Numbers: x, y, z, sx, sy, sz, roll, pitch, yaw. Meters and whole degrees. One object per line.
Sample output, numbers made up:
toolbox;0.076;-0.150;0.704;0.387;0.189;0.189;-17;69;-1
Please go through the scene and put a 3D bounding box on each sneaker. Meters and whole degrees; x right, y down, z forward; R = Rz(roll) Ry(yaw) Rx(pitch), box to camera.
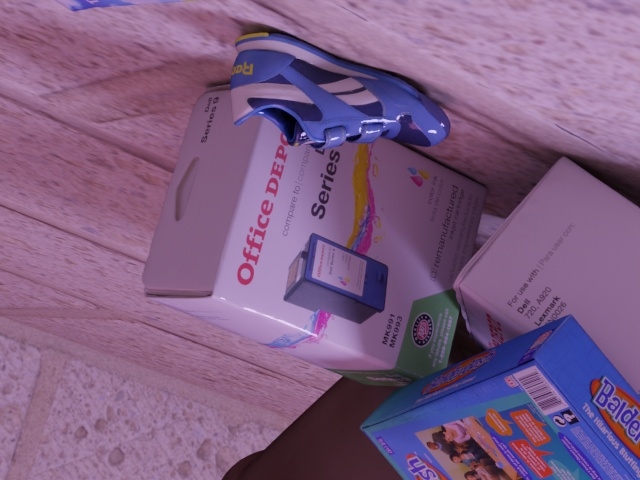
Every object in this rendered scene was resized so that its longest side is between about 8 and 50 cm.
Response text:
sneaker;0.009;-0.078;0.969;0.144;0.059;0.053;17;165;-13

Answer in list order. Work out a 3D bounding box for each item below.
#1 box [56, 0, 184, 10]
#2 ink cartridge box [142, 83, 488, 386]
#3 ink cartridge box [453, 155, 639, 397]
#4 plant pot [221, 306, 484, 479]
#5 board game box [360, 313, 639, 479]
box;-0.100;-0.158;0.789;0.178;0.042;0.109;4;162;43
ink cartridge box;0.000;0.000;1.097;0.212;0.154;0.093;24;164;-34
ink cartridge box;0.239;0.088;1.068;0.278;0.117;0.201;37;173;16
plant pot;0.096;0.211;1.258;0.323;0.280;0.323;26;-158;-12
board game box;0.138;0.146;1.027;0.160;0.047;0.210;50;146;-6
